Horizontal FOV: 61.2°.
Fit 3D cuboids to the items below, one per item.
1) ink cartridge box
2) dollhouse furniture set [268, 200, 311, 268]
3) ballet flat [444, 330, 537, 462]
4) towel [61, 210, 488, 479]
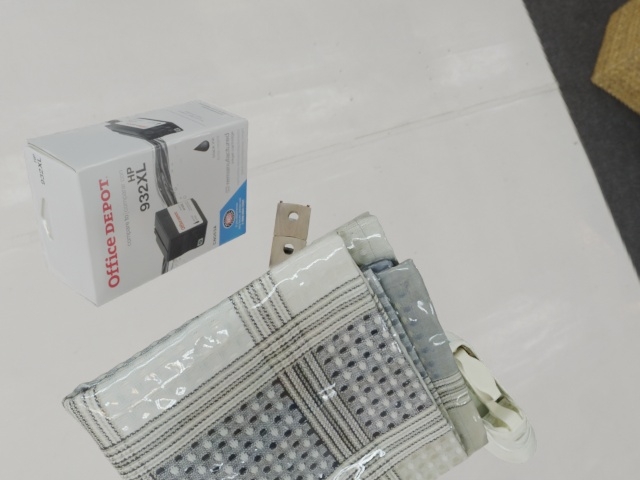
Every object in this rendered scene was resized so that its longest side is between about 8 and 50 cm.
[{"bbox_3d":[-0.264,-0.071,0.848,0.129,0.223,0.307,26,36,28],"label":"ink cartridge box"},{"bbox_3d":[0.000,0.000,1.071,0.184,0.129,0.128,8,91,-3],"label":"dollhouse furniture set"},{"bbox_3d":[0.393,0.381,1.267,0.139,0.139,0.400,-40,95,-21],"label":"ballet flat"},{"bbox_3d":[-0.008,0.173,0.513,0.324,0.056,0.312,-33,108,-11],"label":"towel"}]
